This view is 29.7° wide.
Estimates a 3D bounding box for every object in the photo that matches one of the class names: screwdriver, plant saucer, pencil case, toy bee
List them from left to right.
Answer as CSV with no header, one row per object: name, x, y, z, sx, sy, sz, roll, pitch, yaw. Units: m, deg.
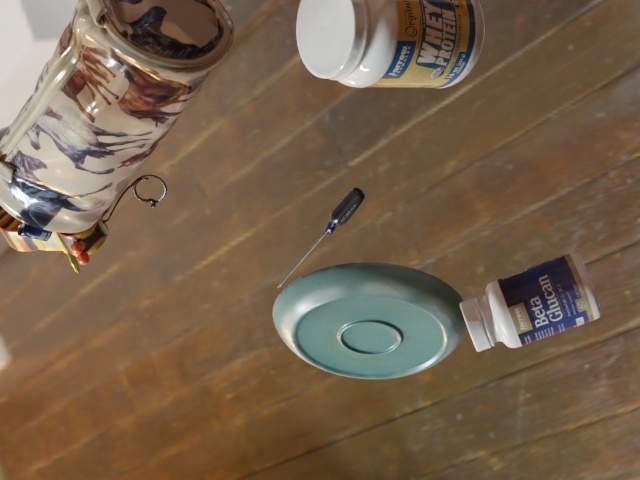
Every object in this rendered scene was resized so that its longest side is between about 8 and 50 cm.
toy bee,-0.435,-0.030,2.067,0.298,0.195,0.162,-26,36,28
pencil case,-0.250,-0.153,1.337,0.410,0.183,0.160,-42,70,49
screwdriver,0.000,0.000,1.481,0.024,0.025,0.170,52,120,25
plant saucer,0.080,0.142,1.931,0.317,0.317,0.043,-45,32,45

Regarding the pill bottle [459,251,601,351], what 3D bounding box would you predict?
pill bottle,0.274,0.086,1.588,0.169,0.094,0.094,-21,82,7

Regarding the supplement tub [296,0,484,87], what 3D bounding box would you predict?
supplement tub,0.086,-0.260,1.486,0.144,0.200,0.144,11,103,54
